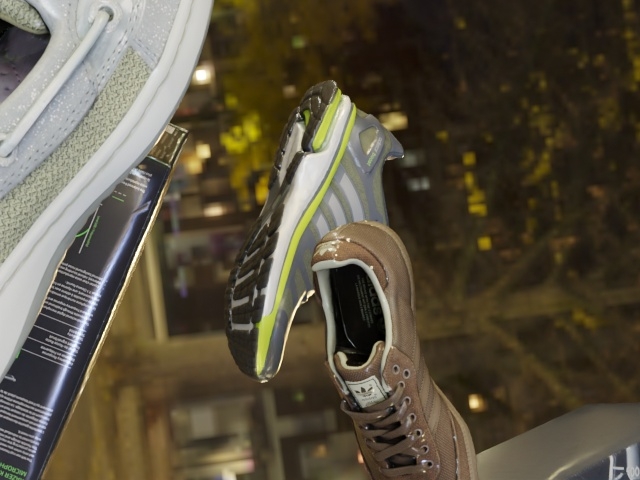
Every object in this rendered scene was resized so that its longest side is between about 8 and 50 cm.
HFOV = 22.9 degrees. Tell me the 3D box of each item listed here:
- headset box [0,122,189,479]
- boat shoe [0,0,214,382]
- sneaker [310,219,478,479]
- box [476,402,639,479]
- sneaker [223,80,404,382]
[{"bbox_3d":[-0.210,0.037,1.129,0.246,0.131,0.283,-99,-148,-80],"label":"headset box"},{"bbox_3d":[-0.144,-0.055,0.650,0.103,0.118,0.320,46,65,-43],"label":"boat shoe"},{"bbox_3d":[0.031,0.084,0.871,0.071,0.066,0.188,-18,91,-63],"label":"sneaker"},{"bbox_3d":[0.257,0.352,1.548,0.179,0.343,0.312,-9,-84,49],"label":"box"},{"bbox_3d":[0.000,0.000,1.534,0.111,0.121,0.300,-8,-120,67],"label":"sneaker"}]
